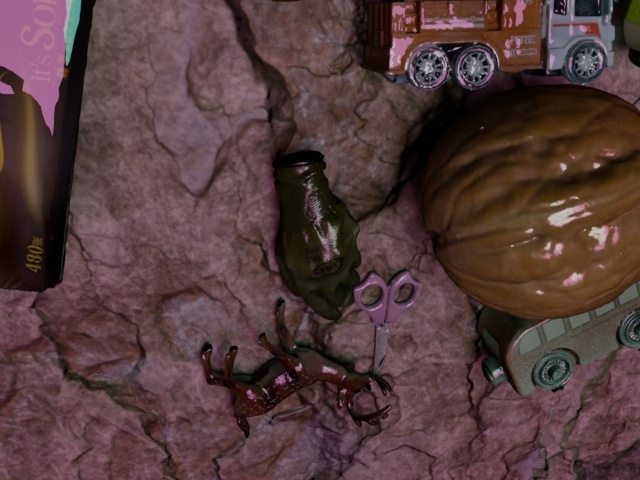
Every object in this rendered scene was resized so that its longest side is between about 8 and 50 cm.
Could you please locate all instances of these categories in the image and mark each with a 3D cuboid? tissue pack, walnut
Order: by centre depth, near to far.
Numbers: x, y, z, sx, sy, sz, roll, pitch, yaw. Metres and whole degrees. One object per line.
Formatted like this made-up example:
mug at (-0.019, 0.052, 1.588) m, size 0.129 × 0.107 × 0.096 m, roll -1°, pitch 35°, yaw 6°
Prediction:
tissue pack at (-0.351, -0.153, 0.756) m, size 0.210 × 0.198 × 0.370 m, roll 8°, pitch 113°, yaw -15°
walnut at (0.299, -0.051, 0.939) m, size 0.332 × 0.333 × 0.333 m, roll -6°, pitch 118°, yaw -12°

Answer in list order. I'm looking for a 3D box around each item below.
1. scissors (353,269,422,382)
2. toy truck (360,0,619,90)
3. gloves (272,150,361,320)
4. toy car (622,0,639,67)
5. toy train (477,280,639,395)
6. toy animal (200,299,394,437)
scissors at (0.099, 0.142, 1.133) m, size 0.110 × 0.021 × 0.212 m, roll -2°, pitch 116°, yaw -12°
toy truck at (0.226, -0.287, 0.887) m, size 0.338 × 0.133 × 0.184 m, roll -5°, pitch 108°, yaw -10°
gloves at (-0.005, 0.004, 0.991) m, size 0.135 × 0.107 × 0.268 m, roll -4°, pitch 125°, yaw 22°
toy car at (0.528, -0.293, 0.894) m, size 0.247 × 0.198 × 0.204 m, roll -18°, pitch 132°, yaw -32°
toy train at (0.400, 0.123, 1.145) m, size 0.326 × 0.129 × 0.159 m, roll -26°, pitch 115°, yaw -1°
toy animal at (-0.034, 0.213, 1.112) m, size 0.243 × 0.087 × 0.260 m, roll -24°, pitch 123°, yaw 13°
